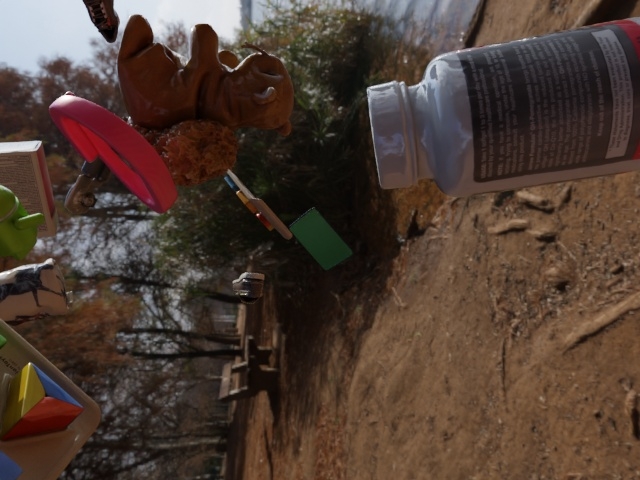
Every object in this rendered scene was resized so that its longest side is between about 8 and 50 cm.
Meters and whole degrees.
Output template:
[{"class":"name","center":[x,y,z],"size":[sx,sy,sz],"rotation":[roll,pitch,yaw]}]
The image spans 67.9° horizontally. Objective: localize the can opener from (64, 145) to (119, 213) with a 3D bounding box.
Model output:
[{"class":"can opener","center":[-0.647,-0.208,1.344],"size":[0.284,0.095,0.076],"rotation":[-63,-26,3]}]

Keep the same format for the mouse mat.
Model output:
[{"class":"mouse mat","center":[0.000,0.000,1.453],"size":[0.152,0.190,0.007],"rotation":[-35,8,45]}]

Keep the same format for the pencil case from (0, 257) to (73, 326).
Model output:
[{"class":"pencil case","center":[-0.866,0.179,1.228],"size":[0.160,0.410,0.183],"rotation":[59,147,18]}]

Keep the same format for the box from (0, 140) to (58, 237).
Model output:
[{"class":"box","center":[-0.781,-0.128,1.224],"size":[0.127,0.148,0.233],"rotation":[-135,42,-58]}]

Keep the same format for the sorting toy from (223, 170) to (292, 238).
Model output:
[{"class":"sorting toy","center":[-0.177,-0.098,1.249],"size":[0.208,0.038,0.193],"rotation":[42,175,37]}]

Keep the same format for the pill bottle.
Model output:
[{"class":"pill bottle","center":[0.223,-0.148,0.579],"size":[0.176,0.318,0.177],"rotation":[-8,-90,-81]}]

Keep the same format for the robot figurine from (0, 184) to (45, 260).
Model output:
[{"class":"robot figurine","center":[-0.423,-0.025,0.627],"size":[0.115,0.101,0.067],"rotation":[88,-161,-49]}]

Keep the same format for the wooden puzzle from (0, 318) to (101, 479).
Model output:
[{"class":"wooden puzzle","center":[-0.461,0.210,0.597],"size":[0.080,0.322,0.348],"rotation":[-42,8,10]}]

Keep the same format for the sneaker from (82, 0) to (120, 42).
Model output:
[{"class":"sneaker","center":[-0.431,-0.453,0.937],"size":[0.158,0.061,0.065],"rotation":[95,163,-75]}]

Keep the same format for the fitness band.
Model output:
[{"class":"fitness band","center":[-0.351,-0.144,0.827],"size":[0.054,0.209,0.291],"rotation":[-53,-7,-18]}]

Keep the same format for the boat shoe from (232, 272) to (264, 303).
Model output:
[{"class":"boat shoe","center":[-0.296,0.207,1.947],"size":[0.324,0.116,0.097],"rotation":[142,131,-66]}]

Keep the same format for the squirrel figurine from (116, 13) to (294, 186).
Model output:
[{"class":"squirrel figurine","center":[-0.255,-0.286,1.097],"size":[0.281,0.370,0.397],"rotation":[79,-158,-73]}]
